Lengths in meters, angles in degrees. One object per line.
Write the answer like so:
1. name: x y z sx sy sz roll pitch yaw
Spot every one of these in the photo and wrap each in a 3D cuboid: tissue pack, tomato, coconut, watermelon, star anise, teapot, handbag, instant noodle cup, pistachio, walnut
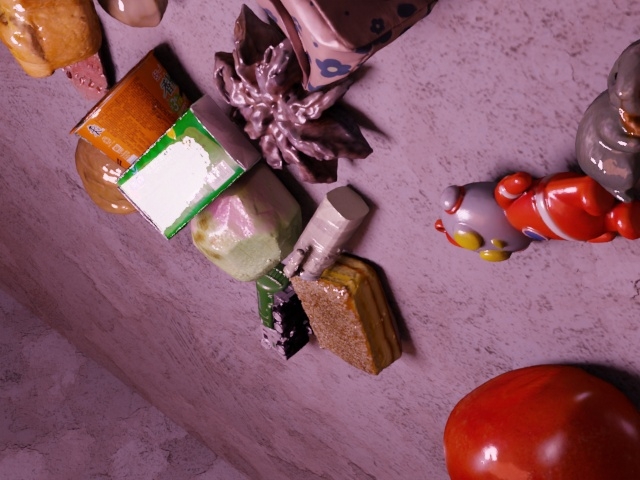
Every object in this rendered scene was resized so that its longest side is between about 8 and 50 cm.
1. tissue pack: -0.226 -0.136 1.463 0.209 0.156 0.148 -39 99 25
2. tomato: 0.368 0.348 1.339 0.325 0.290 0.293 -5 118 57
3. coconut: -0.152 -0.046 1.589 0.236 0.204 0.236 37 161 15
4. watermelon: -0.494 -0.383 1.733 0.154 0.094 0.241 17 143 25
5. star anise: -0.058 -0.219 1.334 0.332 0.117 0.331 38 155 21
6. teapot: 0.000 0.000 1.497 0.077 0.107 0.200 47 136 15
7. handbag: 0.001 -0.334 1.049 0.251 0.190 0.193 55 157 -1
8. instant noodle cup: -0.337 -0.227 1.593 0.182 0.230 0.230 44 153 -18
9. pistachio: -0.327 -0.444 1.384 0.124 0.124 0.185 5 131 49
10. walnut: -0.415 -0.164 1.776 0.228 0.228 0.228 32 149 22

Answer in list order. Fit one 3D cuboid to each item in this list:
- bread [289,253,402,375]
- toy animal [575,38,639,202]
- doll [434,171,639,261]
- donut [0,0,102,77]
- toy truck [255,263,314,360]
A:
1. bread: 0.056 0.139 1.661 0.184 0.110 0.234 18 140 44
2. toy animal: 0.345 -0.156 0.906 0.138 0.108 0.236 39 153 43
3. doll: 0.275 -0.031 1.142 0.200 0.105 0.336 26 163 -31
4. donut: -0.465 -0.424 1.374 0.317 0.150 0.299 -113 12 -49
5. toy truck: -0.089 0.160 1.881 0.125 0.101 0.242 34 147 28
